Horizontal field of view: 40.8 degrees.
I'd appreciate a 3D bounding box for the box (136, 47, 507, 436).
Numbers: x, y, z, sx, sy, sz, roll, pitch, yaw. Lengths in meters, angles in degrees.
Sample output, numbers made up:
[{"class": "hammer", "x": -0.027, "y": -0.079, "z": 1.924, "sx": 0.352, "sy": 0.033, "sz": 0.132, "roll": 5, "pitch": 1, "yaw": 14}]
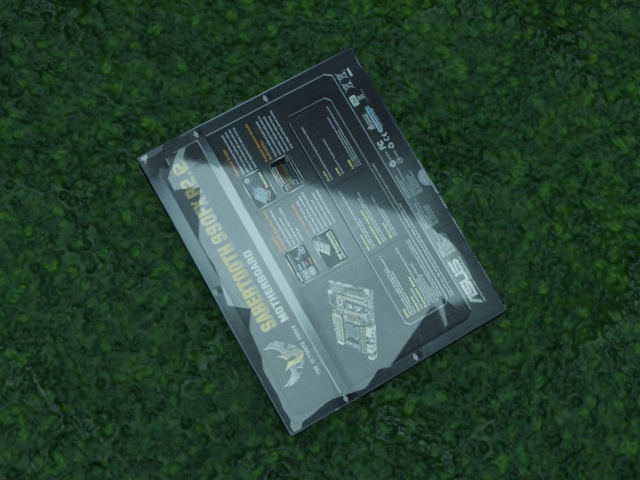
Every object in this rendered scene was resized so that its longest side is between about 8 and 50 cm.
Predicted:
[{"class": "box", "x": 0.000, "y": 0.000, "z": 0.640, "sx": 0.183, "sy": 0.056, "sz": 0.231, "roll": -30, "pitch": 83, "yaw": -8}]
